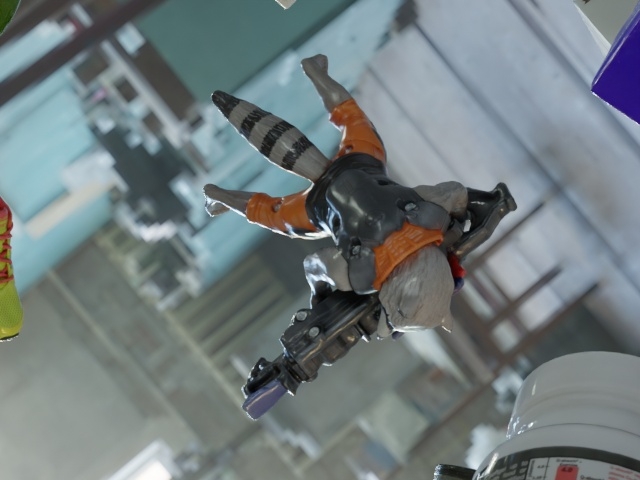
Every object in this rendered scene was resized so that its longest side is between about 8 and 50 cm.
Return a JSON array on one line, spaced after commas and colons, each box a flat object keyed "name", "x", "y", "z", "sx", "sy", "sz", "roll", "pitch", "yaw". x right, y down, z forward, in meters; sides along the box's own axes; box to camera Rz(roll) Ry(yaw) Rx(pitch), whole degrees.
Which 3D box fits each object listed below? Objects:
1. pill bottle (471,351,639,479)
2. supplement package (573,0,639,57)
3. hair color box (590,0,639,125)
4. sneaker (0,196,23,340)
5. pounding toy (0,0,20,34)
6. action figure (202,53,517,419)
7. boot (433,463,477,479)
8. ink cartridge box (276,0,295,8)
[{"name": "pill bottle", "x": 0.200, "y": 0.275, "z": 1.458, "sx": 0.210, "sy": 0.363, "sz": 0.210, "roll": 11, "pitch": 139, "yaw": 10}, {"name": "supplement package", "x": 0.382, "y": -0.165, "z": 1.898, "sx": 0.244, "sy": 0.139, "sz": 0.134, "roll": 51, "pitch": -173, "yaw": -36}, {"name": "hair color box", "x": 0.307, "y": -0.139, "z": 1.216, "sx": 0.185, "sy": 0.110, "sz": 0.339, "roll": 34, "pitch": -151, "yaw": 2}, {"name": "sneaker", "x": -0.357, "y": 0.004, "z": 1.971, "sx": 0.094, "sy": 0.081, "sz": 0.209, "roll": -26, "pitch": 85, "yaw": 43}, {"name": "pounding toy", "x": -0.279, "y": -0.235, "z": 1.266, "sx": 0.110, "sy": 0.183, "sz": 0.237, "roll": -14, "pitch": 100, "yaw": 58}, {"name": "action figure", "x": 0.000, "y": 0.000, "z": 1.843, "sx": 0.330, "sy": 0.341, "sz": 0.178, "roll": 41, "pitch": 173, "yaw": 38}, {"name": "boot", "x": 0.204, "y": 0.335, "z": 1.894, "sx": 0.246, "sy": 0.161, "sz": 0.083, "roll": 24, "pitch": 174, "yaw": 7}, {"name": "ink cartridge box", "x": -0.019, "y": -0.406, "z": 2.372, "sx": 0.115, "sy": 0.198, "sz": 0.067, "roll": 46, "pitch": -174, "yaw": 17}]
